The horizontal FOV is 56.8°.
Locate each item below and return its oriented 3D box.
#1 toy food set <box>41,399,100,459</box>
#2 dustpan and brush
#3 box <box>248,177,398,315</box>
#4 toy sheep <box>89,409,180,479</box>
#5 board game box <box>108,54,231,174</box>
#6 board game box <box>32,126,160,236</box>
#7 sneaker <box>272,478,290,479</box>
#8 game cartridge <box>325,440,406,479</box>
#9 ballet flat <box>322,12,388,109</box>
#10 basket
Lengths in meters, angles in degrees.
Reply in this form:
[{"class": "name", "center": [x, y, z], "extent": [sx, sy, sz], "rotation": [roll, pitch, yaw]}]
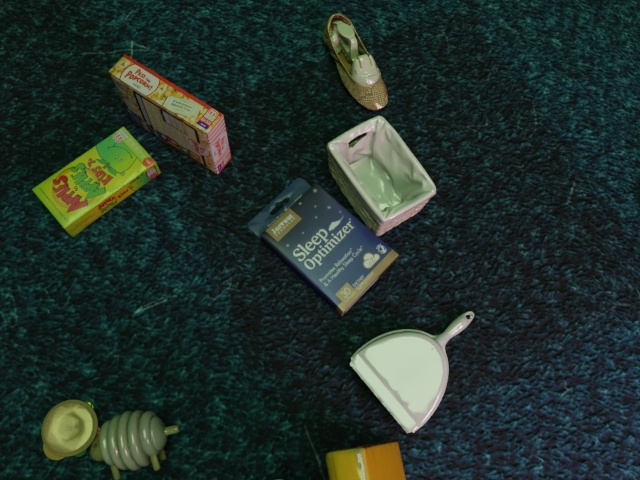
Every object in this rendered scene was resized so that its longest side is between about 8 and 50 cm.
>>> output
[{"class": "toy food set", "center": [-0.366, 0.277, 0.871], "extent": [0.083, 0.020, 0.083], "rotation": [-10, 71, -7]}, {"class": "dustpan and brush", "center": [0.167, 0.177, 0.927], "extent": [0.211, 0.060, 0.147], "rotation": [-39, 78, -8]}, {"class": "box", "center": [0.000, 0.000, 0.985], "extent": [0.225, 0.036, 0.136], "rotation": [41, 73, 12]}, {"class": "toy sheep", "center": [-0.263, 0.285, 0.841], "extent": [0.132, 0.091, 0.091], "rotation": [-15, 72, -3]}, {"class": "board game box", "center": [-0.245, -0.204, 0.985], "extent": [0.194, 0.146, 0.045], "rotation": [33, 72, 7]}, {"class": "board game box", "center": [-0.373, -0.100, 0.994], "extent": [0.181, 0.043, 0.092], "rotation": [-40, 77, -16]}, {"class": "sneaker", "center": [-0.117, 0.433, 0.769], "extent": [0.110, 0.118, 0.292], "rotation": [29, 68, 28]}, {"class": "game cartridge", "center": [0.084, 0.413, 0.712], "extent": [0.053, 0.285, 0.323], "rotation": [-12, 70, 12]}, {"class": "ballet flat", "center": [0.062, -0.334, 1.091], "extent": [0.073, 0.067, 0.206], "rotation": [-28, 74, -13]}, {"class": "basket", "center": [0.096, -0.102, 0.991], "extent": [0.113, 0.103, 0.167], "rotation": [-30, 74, -13]}]
